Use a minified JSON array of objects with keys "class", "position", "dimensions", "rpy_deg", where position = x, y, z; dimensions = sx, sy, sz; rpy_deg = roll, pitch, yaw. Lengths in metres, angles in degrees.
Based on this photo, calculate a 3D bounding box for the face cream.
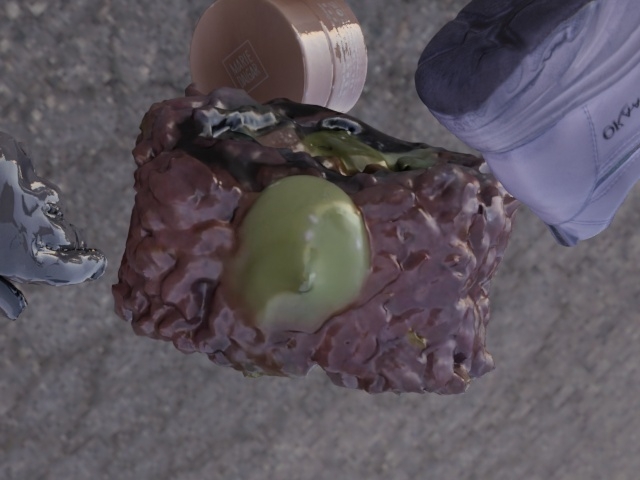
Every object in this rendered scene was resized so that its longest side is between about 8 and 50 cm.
[{"class":"face cream","position":[-0.042,-0.176,1.396],"dimensions":[0.104,0.149,0.149],"rpy_deg":[-22,147,-51]}]

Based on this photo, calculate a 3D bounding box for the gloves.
[{"class":"gloves","position":[-0.291,-0.028,1.139],"dimensions":[0.285,0.119,0.142],"rpy_deg":[25,94,-40]}]

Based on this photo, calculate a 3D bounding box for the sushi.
[{"class":"sushi","position":[0.000,0.000,0.958],"dimensions":[0.236,0.270,0.171],"rpy_deg":[-41,144,-75]}]

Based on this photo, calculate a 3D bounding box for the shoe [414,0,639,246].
[{"class":"shoe","position":[0.172,-0.109,0.730],"dimensions":[0.245,0.095,0.137],"rpy_deg":[-42,127,-7]}]
